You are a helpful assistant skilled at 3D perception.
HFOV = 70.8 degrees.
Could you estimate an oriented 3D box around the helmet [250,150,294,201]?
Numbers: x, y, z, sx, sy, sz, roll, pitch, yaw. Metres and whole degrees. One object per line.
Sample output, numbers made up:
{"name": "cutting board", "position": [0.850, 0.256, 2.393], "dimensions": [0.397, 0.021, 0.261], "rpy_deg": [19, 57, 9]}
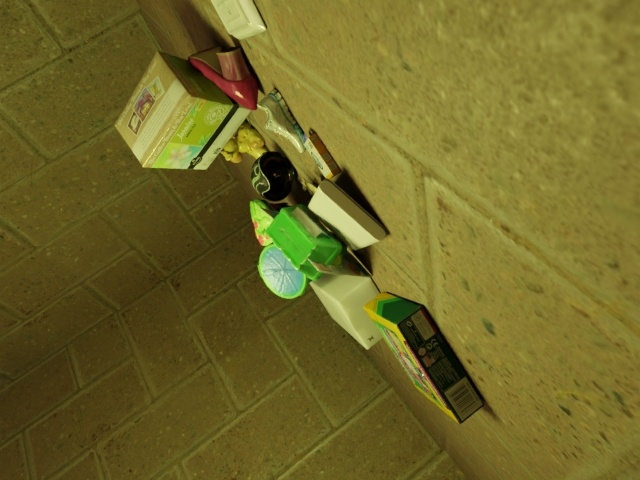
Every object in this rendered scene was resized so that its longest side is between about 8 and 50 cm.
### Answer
{"name": "helmet", "position": [-0.181, -0.235, 1.681], "dimensions": [0.170, 0.169, 0.162], "rpy_deg": [53, 154, 10]}

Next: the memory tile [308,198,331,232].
{"name": "memory tile", "position": [-0.003, -0.090, 1.749], "dimensions": [0.113, 0.012, 0.148], "rpy_deg": [49, 169, 36]}

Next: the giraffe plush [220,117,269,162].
{"name": "giraffe plush", "position": [-0.331, -0.389, 1.860], "dimensions": [0.210, 0.170, 0.181], "rpy_deg": [60, 170, -26]}

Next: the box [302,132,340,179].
{"name": "box", "position": [-0.001, -0.230, 1.211], "dimensions": [0.136, 0.028, 0.081], "rpy_deg": [58, 171, -4]}

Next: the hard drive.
{"name": "hard drive", "position": [0.064, -0.062, 1.295], "dimensions": [0.210, 0.040, 0.318], "rpy_deg": [41, 171, -1]}

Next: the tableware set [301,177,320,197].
{"name": "tableware set", "position": [0.001, -0.153, 1.434], "dimensions": [0.128, 0.039, 0.194], "rpy_deg": [40, 176, 2]}

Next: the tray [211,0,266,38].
{"name": "tray", "position": [-0.213, -0.564, 1.097], "dimensions": [0.145, 0.030, 0.270], "rpy_deg": [61, 169, -28]}

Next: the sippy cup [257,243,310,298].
{"name": "sippy cup", "position": [-0.093, 0.088, 1.850], "dimensions": [0.305, 0.224, 0.240], "rpy_deg": [31, 123, 21]}

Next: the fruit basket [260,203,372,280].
{"name": "fruit basket", "position": [0.000, 0.000, 1.526], "dimensions": [0.352, 0.166, 0.327], "rpy_deg": [3, -143, -53]}

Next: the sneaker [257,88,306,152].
{"name": "sneaker", "position": [-0.112, -0.322, 1.274], "dimensions": [0.191, 0.082, 0.071], "rpy_deg": [56, 169, -15]}

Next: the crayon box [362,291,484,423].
{"name": "crayon box", "position": [0.312, 0.352, 1.431], "dimensions": [0.363, 0.106, 0.313], "rpy_deg": [57, 172, -8]}

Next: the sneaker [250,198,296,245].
{"name": "sneaker", "position": [-0.168, -0.092, 1.800], "dimensions": [0.483, 0.202, 0.186], "rpy_deg": [-133, 29, -81]}

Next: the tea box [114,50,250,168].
{"name": "tea box", "position": [-0.490, -0.446, 1.622], "dimensions": [0.220, 0.329, 0.323], "rpy_deg": [53, -152, 14]}

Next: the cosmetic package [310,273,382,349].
{"name": "cosmetic package", "position": [0.117, 0.244, 1.850], "dimensions": [0.230, 0.161, 0.453], "rpy_deg": [58, 170, -14]}

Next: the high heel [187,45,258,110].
{"name": "high heel", "position": [-0.320, -0.520, 1.454], "dimensions": [0.377, 0.127, 0.182], "rpy_deg": [36, 149, 53]}
